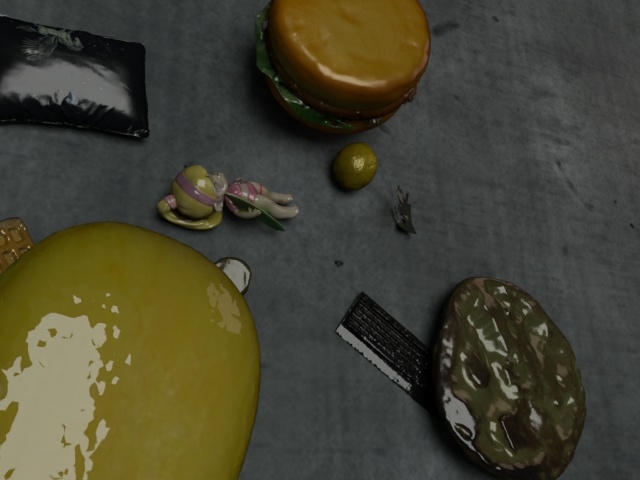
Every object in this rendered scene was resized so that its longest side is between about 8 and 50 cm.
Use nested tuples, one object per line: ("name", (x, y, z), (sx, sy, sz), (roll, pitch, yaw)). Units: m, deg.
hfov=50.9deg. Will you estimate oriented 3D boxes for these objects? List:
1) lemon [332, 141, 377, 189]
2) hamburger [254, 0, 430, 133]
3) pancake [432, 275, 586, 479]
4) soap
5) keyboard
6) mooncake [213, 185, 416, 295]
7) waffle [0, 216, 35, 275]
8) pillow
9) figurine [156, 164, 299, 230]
("lemon", (0.050, -0.107, 0.952), (0.062, 0.062, 0.083), (32, 58, -13))
("hamburger", (0.023, -0.258, 0.937), (0.245, 0.170, 0.246), (5, 69, -13))
("pancake", (0.266, 0.196, 0.940), (0.294, 0.049, 0.295), (16, 58, -26))
("soap", (-0.212, 0.190, 0.648), (0.306, 0.115, 0.428), (27, 64, -22))
("keyboard", (0.111, 0.156, 0.903), (0.196, 0.015, 0.074), (42, 57, -7))
("mooncake", (0.008, -0.002, 0.889), (0.346, 0.057, 0.151), (-1, 83, -32))
("waffle", (-0.324, 0.042, 0.696), (0.092, 0.021, 0.135), (-23, 81, -55))
("pillow", (-0.311, -0.197, 0.803), (0.208, 0.055, 0.142), (1, 77, -27))
("figurine", (-0.112, -0.046, 0.845), (0.187, 0.083, 0.083), (4, 67, -40))
